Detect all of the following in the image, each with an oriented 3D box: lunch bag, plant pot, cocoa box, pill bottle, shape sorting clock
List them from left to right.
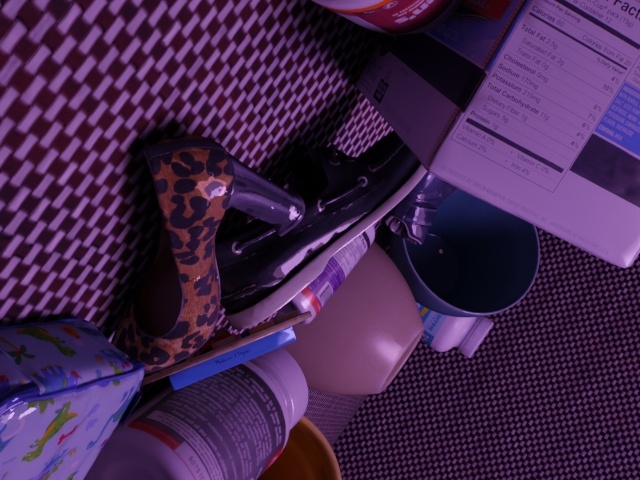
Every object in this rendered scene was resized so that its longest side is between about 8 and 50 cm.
[{"bbox_3d":[-0.244,0.154,0.705,0.176,0.090,0.219,-55,166,9],"label":"lunch bag"},{"bbox_3d":[-0.138,0.239,1.104,0.283,0.161,0.161,-35,155,-55],"label":"pill bottle"},{"bbox_3d":[-0.107,0.119,1.022,0.206,0.040,0.206,-21,180,0],"label":"shape sorting clock"},{"bbox_3d":[-0.127,0.405,1.416,0.254,0.254,0.239,-45,179,-37],"label":"plant pot"},{"bbox_3d":[0.000,0.000,1.133,0.193,0.108,0.108,-51,166,-19],"label":"pill bottle"},{"bbox_3d":[0.059,0.147,1.507,0.284,0.191,0.284,-51,167,-17],"label":"plant pot"},{"bbox_3d":[0.053,-0.234,0.738,0.121,0.121,0.221,-59,166,14],"label":"pill bottle"},{"bbox_3d":[0.232,0.137,1.919,0.146,0.264,0.146,-51,165,-19],"label":"pill bottle"},{"bbox_3d":[0.253,0.025,1.772,0.290,0.290,0.195,-49,-177,-26],"label":"plant pot"},{"bbox_3d":[0.213,-0.171,0.915,0.228,0.231,0.347,-61,-163,16],"label":"cocoa box"}]

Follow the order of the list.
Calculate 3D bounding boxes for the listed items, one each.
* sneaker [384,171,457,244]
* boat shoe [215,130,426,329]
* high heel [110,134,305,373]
[{"bbox_3d":[0.197,-0.078,1.633,0.226,0.086,0.163,-5,119,-58],"label":"sneaker"},{"bbox_3d":[-0.004,-0.050,1.006,0.340,0.113,0.127,-42,-166,-22],"label":"boat shoe"},{"bbox_3d":[-0.153,0.021,0.787,0.261,0.093,0.186,-46,146,12],"label":"high heel"}]
